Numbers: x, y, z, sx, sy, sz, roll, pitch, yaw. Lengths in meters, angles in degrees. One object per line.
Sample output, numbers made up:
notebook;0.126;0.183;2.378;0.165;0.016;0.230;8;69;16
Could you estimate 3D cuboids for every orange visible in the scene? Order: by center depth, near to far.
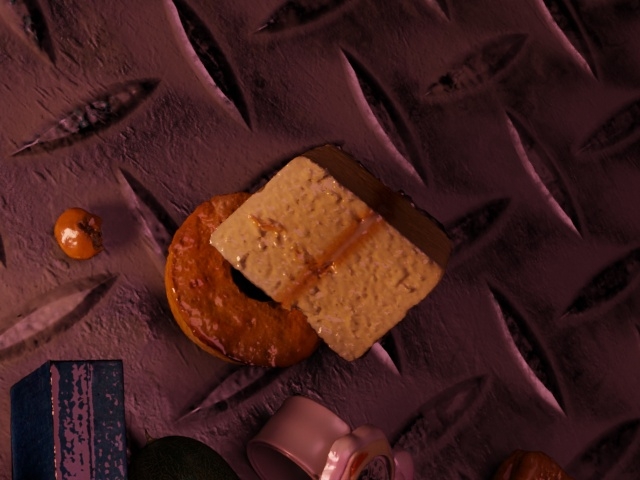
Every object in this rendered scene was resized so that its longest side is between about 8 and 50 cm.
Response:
orange;-0.379;-0.012;1.953;0.086;0.062;0.086;6;73;-21

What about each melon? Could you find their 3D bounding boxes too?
melon;-0.195;0.411;1.860;0.182;0.182;0.288;-32;89;-29

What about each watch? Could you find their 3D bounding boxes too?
watch;0.011;0.361;1.969;0.211;0.217;0.248;-48;137;-27

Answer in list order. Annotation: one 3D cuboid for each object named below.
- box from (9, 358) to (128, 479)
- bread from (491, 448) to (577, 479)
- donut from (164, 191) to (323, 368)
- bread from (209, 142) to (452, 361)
box;-0.359;0.326;1.756;0.116;0.261;0.279;3;75;-27
bread;0.321;0.549;2.114;0.185;0.109;0.380;43;64;-18
donut;-0.121;0.075;2.028;0.302;0.110;0.303;8;70;-23
bread;0.037;-0.002;2.080;0.345;0.405;0.242;44;99;-6
